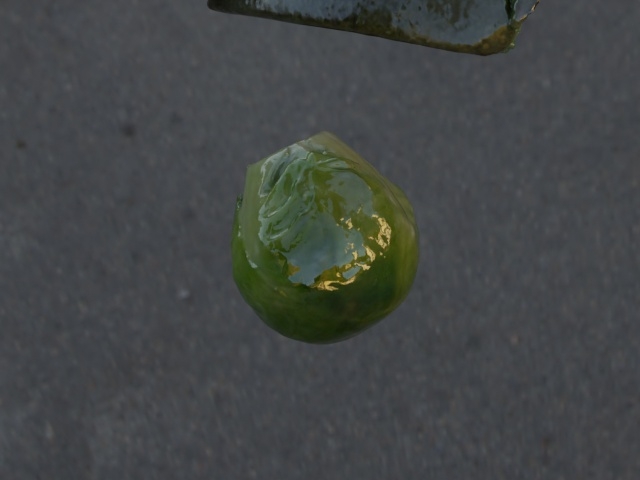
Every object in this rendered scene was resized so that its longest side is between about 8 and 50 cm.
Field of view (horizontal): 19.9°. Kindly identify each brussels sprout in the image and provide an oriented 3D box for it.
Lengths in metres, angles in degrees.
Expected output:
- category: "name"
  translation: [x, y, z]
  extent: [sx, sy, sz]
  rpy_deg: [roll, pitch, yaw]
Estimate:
- category: "brussels sprout"
  translation: [-0.002, 0.002, 1.599]
  extent: [0.161, 0.181, 0.144]
  rpy_deg: [-34, 5, 18]

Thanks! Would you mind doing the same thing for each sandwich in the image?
- category: "sandwich"
  translation: [0.046, -0.193, 1.272]
  extent: [0.292, 0.212, 0.109]
  rpy_deg: [11, 95, 9]
